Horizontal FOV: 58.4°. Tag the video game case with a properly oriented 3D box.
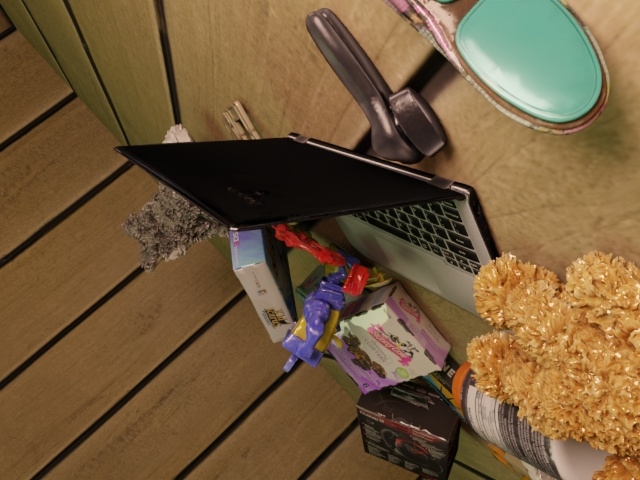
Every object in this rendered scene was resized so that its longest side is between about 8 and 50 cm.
[{"bbox_3d":[-0.110,0.017,1.088,0.244,0.061,0.269,70,-174,-50],"label":"video game case"}]

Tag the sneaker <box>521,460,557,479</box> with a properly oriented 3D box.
[{"bbox_3d":[0.384,0.400,0.971,0.235,0.094,0.153,39,159,-8],"label":"sneaker"}]

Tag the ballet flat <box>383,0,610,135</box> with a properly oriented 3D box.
[{"bbox_3d":[0.103,-0.151,0.393,0.221,0.077,0.079,49,-175,17],"label":"ballet flat"}]

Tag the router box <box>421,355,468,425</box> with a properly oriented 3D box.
[{"bbox_3d":[0.264,0.291,1.134,0.179,0.046,0.133,45,166,11],"label":"router box"}]

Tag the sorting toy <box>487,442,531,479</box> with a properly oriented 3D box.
[{"bbox_3d":[0.476,0.547,1.193,0.196,0.047,0.348,54,165,-25],"label":"sorting toy"}]

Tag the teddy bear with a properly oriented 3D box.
[{"bbox_3d":[0.248,0.129,0.504,0.338,0.113,0.245,47,131,46],"label":"teddy bear"}]

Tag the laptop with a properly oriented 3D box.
[{"bbox_3d":[0.000,0.000,0.746,0.382,0.236,0.408,30,158,52],"label":"laptop"}]

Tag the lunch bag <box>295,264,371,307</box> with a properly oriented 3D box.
[{"bbox_3d":[0.078,0.191,1.292,0.279,0.108,0.224,31,158,49],"label":"lunch bag"}]

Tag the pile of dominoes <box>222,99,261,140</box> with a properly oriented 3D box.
[{"bbox_3d":[-0.101,-0.151,1.093,0.251,0.040,0.196,60,167,-16],"label":"pile of dominoes"}]

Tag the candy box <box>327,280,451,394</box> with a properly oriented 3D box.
[{"bbox_3d":[0.112,0.185,1.064,0.196,0.070,0.165,-32,102,41],"label":"candy box"}]

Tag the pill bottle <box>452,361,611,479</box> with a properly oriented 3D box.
[{"bbox_3d":[0.270,0.216,0.744,0.130,0.130,0.246,51,166,-11],"label":"pill bottle"}]

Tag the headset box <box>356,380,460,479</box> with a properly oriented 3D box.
[{"bbox_3d":[0.209,0.431,1.338,0.218,0.110,0.293,15,143,23],"label":"headset box"}]

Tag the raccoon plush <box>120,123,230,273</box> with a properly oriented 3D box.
[{"bbox_3d":[-0.391,-0.105,1.397,0.216,0.299,0.446,61,177,32],"label":"raccoon plush"}]

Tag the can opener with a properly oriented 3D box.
[{"bbox_3d":[0.051,-0.154,0.577,0.186,0.073,0.059,52,-155,-3],"label":"can opener"}]

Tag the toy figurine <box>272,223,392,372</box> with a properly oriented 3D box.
[{"bbox_3d":[-0.027,0.105,0.952,0.191,0.217,0.362,25,-178,-2],"label":"toy figurine"}]
